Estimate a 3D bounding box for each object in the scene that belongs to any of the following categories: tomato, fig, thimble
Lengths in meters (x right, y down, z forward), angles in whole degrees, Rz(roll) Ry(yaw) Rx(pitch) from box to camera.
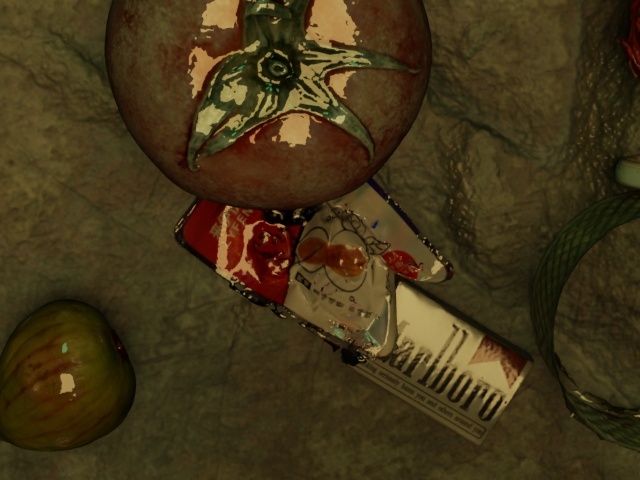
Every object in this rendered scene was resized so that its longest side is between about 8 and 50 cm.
[{"bbox_3d":[-0.050,-0.185,1.664,0.316,0.282,0.317,-1,102,-5],"label":"tomato"},{"bbox_3d":[-0.316,0.173,1.792,0.259,0.151,0.151,-31,101,7],"label":"fig"},{"bbox_3d":[0.355,0.082,1.810,0.270,0.150,0.271,-1,101,-4],"label":"thimble"}]

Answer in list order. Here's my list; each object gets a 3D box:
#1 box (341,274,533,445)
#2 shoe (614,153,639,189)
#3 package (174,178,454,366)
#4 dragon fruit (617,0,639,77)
[{"bbox_3d":[0.126,0.129,1.863,0.177,0.036,0.115,31,97,-8],"label":"box"},{"bbox_3d":[0.408,-0.086,1.817,0.195,0.079,0.078,0,105,0],"label":"shoe"},{"bbox_3d":[0.000,0.000,1.817,0.269,0.071,0.194,36,86,10],"label":"package"},{"bbox_3d":[0.429,-0.199,1.724,0.252,0.241,0.241,30,98,9],"label":"dragon fruit"}]
